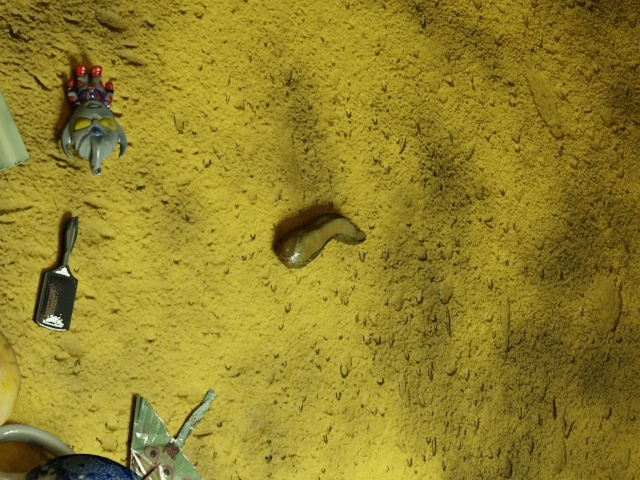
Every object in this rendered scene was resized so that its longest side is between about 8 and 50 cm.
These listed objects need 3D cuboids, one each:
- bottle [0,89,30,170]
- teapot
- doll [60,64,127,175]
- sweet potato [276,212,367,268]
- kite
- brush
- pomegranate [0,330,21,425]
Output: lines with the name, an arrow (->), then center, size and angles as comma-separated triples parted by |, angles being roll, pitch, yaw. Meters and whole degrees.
bottle -> -0.524, -0.206, 1.860 | 0.072, 0.072, 0.201 | -28, 99, -41
teapot -> -0.375, 0.441, 1.730 | 0.280, 0.252, 0.424 | -10, 55, -44
doll -> -0.378, -0.199, 1.994 | 0.104, 0.062, 0.194 | 7, 70, -41
sweet potato -> 0.000, -0.006, 2.285 | 0.233, 0.062, 0.081 | -21, 110, -45
kite -> -0.245, 0.347, 2.026 | 0.250, 0.012, 0.229 | -49, 116, -37
brush -> -0.417, 0.051, 1.935 | 0.063, 0.016, 0.193 | 20, 69, -38
pomegranate -> -0.519, 0.193, 1.706 | 0.191, 0.191, 0.191 | 10, 74, -39
